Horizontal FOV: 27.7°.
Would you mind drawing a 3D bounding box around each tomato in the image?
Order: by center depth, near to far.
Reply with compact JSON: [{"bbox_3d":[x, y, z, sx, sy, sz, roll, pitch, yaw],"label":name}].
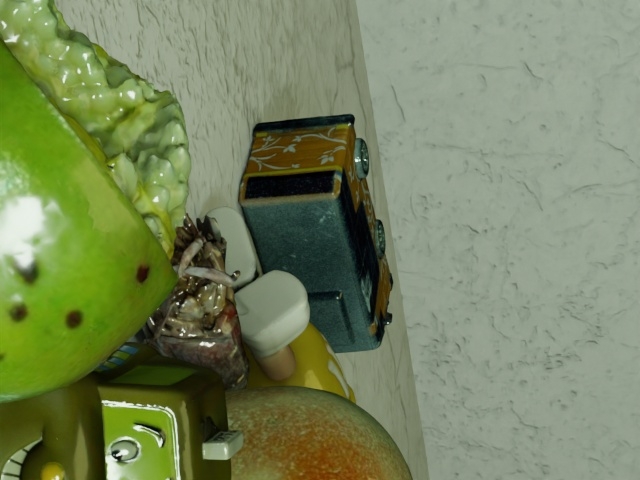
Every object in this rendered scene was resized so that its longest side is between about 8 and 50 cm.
[{"bbox_3d":[-0.055,0.258,1.231,0.303,0.303,0.239,46,47,-71],"label":"tomato"}]

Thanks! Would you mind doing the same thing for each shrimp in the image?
[{"bbox_3d":[-0.144,0.035,1.304,0.145,0.116,0.343,-119,-168,-58],"label":"shrimp"}]

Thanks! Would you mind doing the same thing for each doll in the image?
[{"bbox_3d":[-0.053,0.154,1.612,0.423,0.161,0.348,75,-2,-70],"label":"doll"}]

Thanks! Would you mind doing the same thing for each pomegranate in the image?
[{"bbox_3d":[-0.223,-0.047,0.735,0.340,0.260,0.260,44,33,-24],"label":"pomegranate"}]

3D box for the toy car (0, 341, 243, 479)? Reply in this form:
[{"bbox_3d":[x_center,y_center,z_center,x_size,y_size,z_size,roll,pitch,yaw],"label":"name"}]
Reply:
[{"bbox_3d":[-0.161,0.157,0.990,0.248,0.198,0.204,-17,104,-76],"label":"toy car"}]

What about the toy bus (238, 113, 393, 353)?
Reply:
[{"bbox_3d":[0.000,0.000,1.863,0.194,0.161,0.324,-78,158,-49],"label":"toy bus"}]
